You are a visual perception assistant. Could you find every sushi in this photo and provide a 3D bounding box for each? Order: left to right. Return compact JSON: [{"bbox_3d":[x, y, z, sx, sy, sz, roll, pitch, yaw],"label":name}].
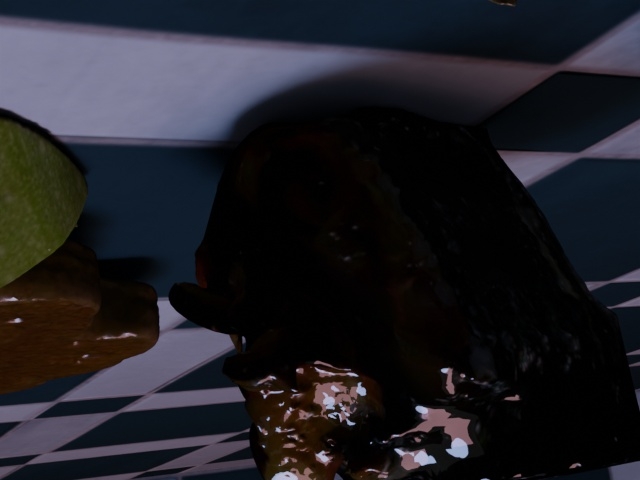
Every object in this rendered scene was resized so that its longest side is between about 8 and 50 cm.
[{"bbox_3d":[0.033,0.039,0.683,0.215,0.227,0.212,-21,162,35],"label":"sushi"}]

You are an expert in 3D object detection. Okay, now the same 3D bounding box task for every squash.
[{"bbox_3d":[-0.237,-0.004,0.630,0.192,0.085,0.184,-13,165,7],"label":"squash"}]

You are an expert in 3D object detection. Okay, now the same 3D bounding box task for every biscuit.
[{"bbox_3d":[-0.299,0.067,0.876,0.381,0.074,0.359,-25,160,37],"label":"biscuit"}]

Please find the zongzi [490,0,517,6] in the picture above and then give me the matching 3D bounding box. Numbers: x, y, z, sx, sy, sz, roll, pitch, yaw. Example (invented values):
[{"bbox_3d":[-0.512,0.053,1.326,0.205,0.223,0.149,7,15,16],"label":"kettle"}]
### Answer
[{"bbox_3d":[0.003,-0.120,0.392,0.176,0.078,0.160,-5,168,22],"label":"zongzi"}]
